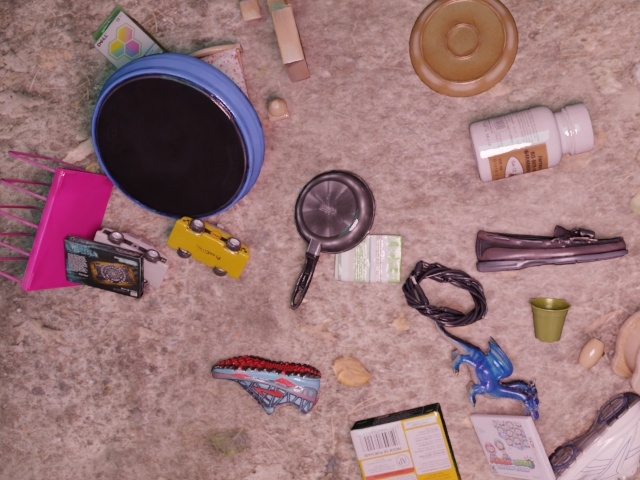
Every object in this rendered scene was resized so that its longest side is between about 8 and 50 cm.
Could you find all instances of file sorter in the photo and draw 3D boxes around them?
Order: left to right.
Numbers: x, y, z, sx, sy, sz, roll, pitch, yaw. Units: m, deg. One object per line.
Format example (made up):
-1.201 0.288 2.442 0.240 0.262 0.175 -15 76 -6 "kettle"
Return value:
-0.667 -0.051 1.565 0.182 0.202 0.290 21 96 15 "file sorter"

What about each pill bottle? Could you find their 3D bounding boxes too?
0.433 -0.207 1.345 0.229 0.131 0.131 -13 89 13 "pill bottle"

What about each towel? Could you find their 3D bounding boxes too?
0.110 0.040 1.484 0.152 0.023 0.113 2 94 10 "towel"

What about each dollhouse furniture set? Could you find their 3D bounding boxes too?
-0.216 -0.404 1.437 0.356 0.174 0.303 -13 88 3 "dollhouse furniture set"

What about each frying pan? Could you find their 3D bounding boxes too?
-0.017 -0.022 1.483 0.326 0.053 0.197 -45 70 8 "frying pan"

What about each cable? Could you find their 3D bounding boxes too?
0.271 0.118 1.391 0.185 0.150 0.047 29 135 10 "cable"

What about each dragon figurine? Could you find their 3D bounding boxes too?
0.361 0.262 1.397 0.144 0.085 0.289 -29 86 12 "dragon figurine"

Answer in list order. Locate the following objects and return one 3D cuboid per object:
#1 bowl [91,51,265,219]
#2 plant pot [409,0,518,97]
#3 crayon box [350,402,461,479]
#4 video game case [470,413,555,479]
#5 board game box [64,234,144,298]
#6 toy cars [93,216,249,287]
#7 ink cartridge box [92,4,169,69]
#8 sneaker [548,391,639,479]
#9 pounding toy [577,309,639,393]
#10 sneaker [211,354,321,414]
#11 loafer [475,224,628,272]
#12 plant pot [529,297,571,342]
-0.321 -0.215 1.442 0.391 0.077 0.391 5 126 8 "bowl"
0.310 -0.433 1.418 0.237 0.032 0.236 0 92 13 "plant pot"
0.209 0.545 1.440 0.203 0.083 0.322 -16 87 13 "crayon box"
0.402 0.435 1.369 0.157 0.019 0.143 -18 96 54 "video game case"
-0.511 0.063 1.540 0.186 0.026 0.126 14 124 2 "board game box"
-0.354 0.018 1.549 0.394 0.087 0.176 -7 121 15 "toy cars"
-0.470 -0.478 1.577 0.209 0.062 0.109 45 101 9 "ink cartridge box"
0.582 0.455 1.345 0.129 0.111 0.297 44 101 2 "sneaker"
0.652 0.209 1.302 0.270 0.155 0.154 16 108 -19 "pounding toy"
-0.133 0.344 1.502 0.262 0.104 0.125 7 95 13 "sneaker"
0.476 0.008 1.358 0.303 0.109 0.095 -8 86 16 "loafer"
0.484 0.171 1.376 0.083 0.083 0.079 1 103 13 "plant pot"
